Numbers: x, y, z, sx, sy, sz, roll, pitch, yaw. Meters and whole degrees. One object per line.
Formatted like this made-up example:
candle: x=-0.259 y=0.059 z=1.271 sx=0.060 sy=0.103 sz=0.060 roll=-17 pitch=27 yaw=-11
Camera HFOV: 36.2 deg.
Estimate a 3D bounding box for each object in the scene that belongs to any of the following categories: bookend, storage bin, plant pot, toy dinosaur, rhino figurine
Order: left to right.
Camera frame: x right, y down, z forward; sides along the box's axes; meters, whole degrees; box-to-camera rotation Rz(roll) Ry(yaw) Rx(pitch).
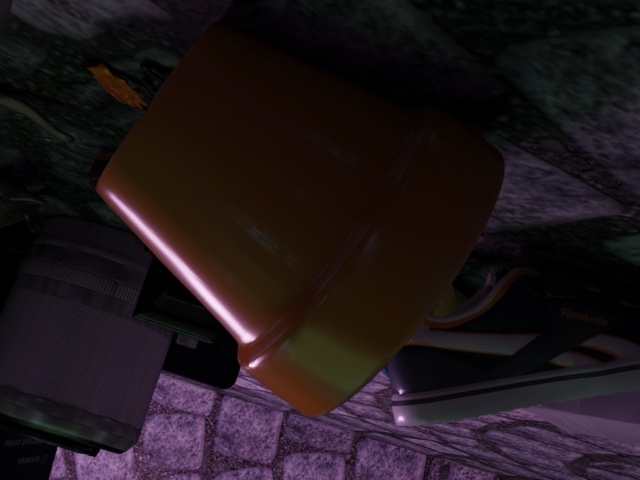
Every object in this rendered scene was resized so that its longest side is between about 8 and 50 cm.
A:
toy dinosaur: x=-0.350 y=-0.124 z=0.839 sx=0.268 sy=0.064 sz=0.118 roll=7 pitch=169 yaw=25
rhino figurine: x=-0.386 y=-0.050 z=1.107 sx=0.243 sy=0.073 sz=0.106 roll=3 pitch=157 yaw=37
storage bin: x=-0.214 y=0.159 z=1.563 sx=0.180 sy=0.122 sz=0.084 roll=21 pitch=165 yaw=-14
bookend: x=-0.078 y=-0.009 z=0.758 sx=0.072 sy=0.157 sz=0.156 roll=20 pitch=165 yaw=-14
plant pot: x=-0.024 y=-0.028 z=0.605 sx=0.188 sy=0.205 sz=0.205 roll=36 pitch=162 yaw=-8

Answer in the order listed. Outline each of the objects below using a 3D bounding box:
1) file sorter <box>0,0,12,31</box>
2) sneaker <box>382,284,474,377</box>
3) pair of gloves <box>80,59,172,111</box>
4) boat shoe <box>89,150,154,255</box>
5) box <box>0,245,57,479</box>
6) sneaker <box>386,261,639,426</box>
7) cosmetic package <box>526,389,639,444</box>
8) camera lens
file sorter: x=-0.347 y=-0.145 z=0.533 sx=0.193 sy=0.173 sz=0.278 roll=7 pitch=162 yaw=35
sneaker: x=0.123 y=0.107 z=1.010 sx=0.240 sy=0.126 sz=0.091 roll=28 pitch=161 yaw=-35
pair of gloves: x=-0.129 y=-0.112 z=0.726 sx=0.083 sy=0.010 sz=0.074 roll=6 pitch=161 yaw=32
boat shoe: x=-0.150 y=-0.017 z=0.973 sx=0.073 sy=0.073 sz=0.207 roll=4 pitch=159 yaw=42
box: x=-0.585 y=0.215 z=1.365 sx=0.298 sy=0.471 sz=0.480 roll=12 pitch=174 yaw=16
sneaker: x=0.215 y=0.077 z=0.848 sx=0.321 sy=0.127 sz=0.126 roll=-8 pitch=171 yaw=-2
cosmetic package: x=0.343 y=0.158 z=1.009 sx=0.238 sy=0.107 sz=0.127 roll=1 pitch=158 yaw=39
camera lens: x=-0.311 y=0.131 z=1.280 sx=0.219 sy=0.274 sz=0.219 roll=15 pitch=165 yaw=4
